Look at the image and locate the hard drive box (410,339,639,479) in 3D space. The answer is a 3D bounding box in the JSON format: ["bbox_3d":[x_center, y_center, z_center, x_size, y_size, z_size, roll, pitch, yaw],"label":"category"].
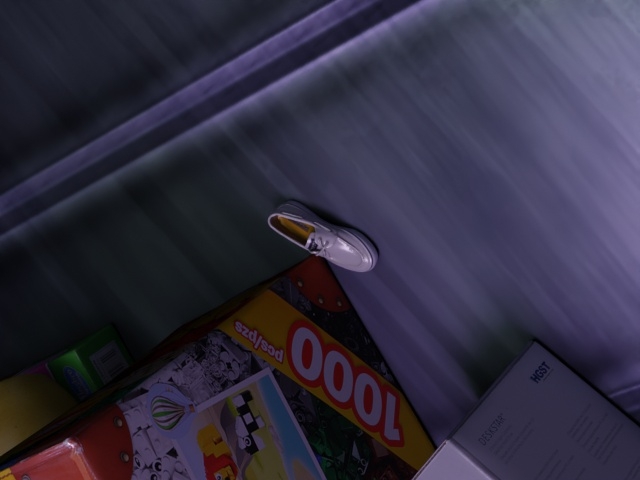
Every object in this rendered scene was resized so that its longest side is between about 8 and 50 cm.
[{"bbox_3d":[0.199,0.212,1.169,0.232,0.181,0.089,41,126,9],"label":"hard drive box"}]

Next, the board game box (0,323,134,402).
[{"bbox_3d":[-0.269,0.248,1.517,0.316,0.064,0.242,-27,96,35],"label":"board game box"}]

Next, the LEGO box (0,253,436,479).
[{"bbox_3d":[-0.026,0.316,1.222,0.193,0.372,0.500,-28,95,35],"label":"LEGO box"}]

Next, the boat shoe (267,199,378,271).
[{"bbox_3d":[0.000,0.000,1.278,0.100,0.035,0.035,32,122,15],"label":"boat shoe"}]

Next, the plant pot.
[{"bbox_3d":[-0.264,0.177,1.379,0.134,0.134,0.095,-38,63,35],"label":"plant pot"}]
